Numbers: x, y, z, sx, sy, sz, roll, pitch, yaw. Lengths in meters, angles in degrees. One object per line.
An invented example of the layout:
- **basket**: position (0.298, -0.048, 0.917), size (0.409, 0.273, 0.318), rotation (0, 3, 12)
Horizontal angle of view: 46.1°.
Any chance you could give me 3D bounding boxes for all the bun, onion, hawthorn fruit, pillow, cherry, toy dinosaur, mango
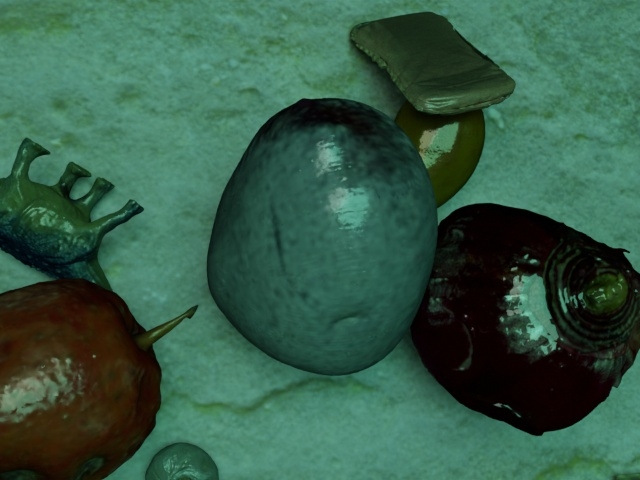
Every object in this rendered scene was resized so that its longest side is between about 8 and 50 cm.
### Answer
- **bun**: position (-0.142, 0.251, 0.778), size (0.083, 0.045, 0.083), rotation (1, 83, -10)
- **onion**: position (0.192, 0.083, 0.797), size (0.207, 0.216, 0.206), rotation (28, 73, -14)
- **hawthorn fruit**: position (-0.220, 0.122, 0.694), size (0.243, 0.207, 0.207), rotation (-27, 88, -11)
- **pillow**: position (0.128, -0.213, 0.882), size (0.135, 0.034, 0.211), rotation (-12, 45, -17)
- **cherry**: position (0.000, 0.000, 0.750), size (0.218, 0.296, 0.254), rotation (6, 50, -15)
- **toy dinosaur**: position (-0.289, -0.024, 0.774), size (0.363, 0.076, 0.147), rotation (39, 85, -11)
- **mango**: position (0.135, -0.106, 0.891), size (0.111, 0.089, 0.163), rotation (9, 88, -1)

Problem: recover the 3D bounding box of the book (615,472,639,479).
- **book**: position (0.542, 0.406, 0.928), size (0.371, 0.043, 0.260), rotation (-1, 83, -13)
